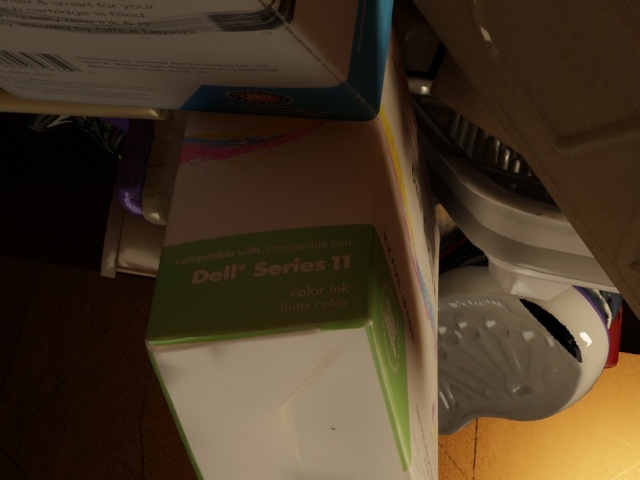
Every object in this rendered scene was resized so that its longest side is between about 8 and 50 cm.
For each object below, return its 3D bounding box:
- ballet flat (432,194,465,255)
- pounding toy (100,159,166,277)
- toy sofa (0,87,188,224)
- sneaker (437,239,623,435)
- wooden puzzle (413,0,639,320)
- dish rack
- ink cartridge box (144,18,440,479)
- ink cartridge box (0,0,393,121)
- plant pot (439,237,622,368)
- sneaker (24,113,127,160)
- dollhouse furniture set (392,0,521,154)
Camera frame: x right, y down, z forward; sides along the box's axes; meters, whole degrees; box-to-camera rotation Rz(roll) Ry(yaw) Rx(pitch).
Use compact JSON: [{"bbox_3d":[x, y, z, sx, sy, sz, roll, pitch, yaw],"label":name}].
[{"bbox_3d":[0.063,-0.023,1.287,0.107,0.106,0.316,30,-162,18],"label":"ballet flat"},{"bbox_3d":[-0.129,-0.026,1.575,0.154,0.154,0.269,9,172,-4],"label":"pounding toy"},{"bbox_3d":[-0.103,-0.075,1.153,0.150,0.177,0.362,6,172,21],"label":"toy sofa"},{"bbox_3d":[0.179,0.024,1.219,0.130,0.236,0.323,47,158,0],"label":"sneaker"},{"bbox_3d":[0.197,-0.062,0.699,0.080,0.348,0.322,-36,-171,-23],"label":"wooden puzzle"},{"bbox_3d":[0.194,-0.024,1.103,0.285,0.072,0.333,10,-162,-14],"label":"dish rack"},{"bbox_3d":[0.000,0.000,0.947,0.119,0.353,0.207,-7,131,10],"label":"ink cartridge box"},{"bbox_3d":[-0.108,-0.159,0.751,0.223,0.129,0.307,6,171,18],"label":"ink cartridge box"},{"bbox_3d":[0.187,0.025,1.471,0.191,0.174,0.191,7,-178,0],"label":"plant pot"},{"bbox_3d":[-0.173,-0.100,1.383,0.188,0.078,0.067,7,171,16],"label":"sneaker"},{"bbox_3d":[0.262,-0.116,0.990,0.303,0.174,0.355,0,-150,-45],"label":"dollhouse furniture set"}]
